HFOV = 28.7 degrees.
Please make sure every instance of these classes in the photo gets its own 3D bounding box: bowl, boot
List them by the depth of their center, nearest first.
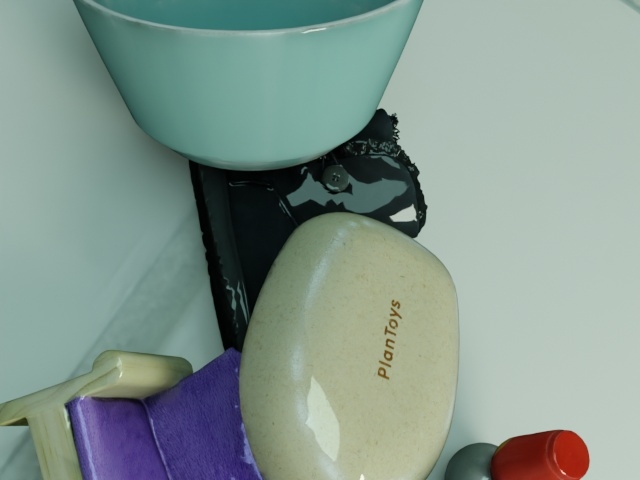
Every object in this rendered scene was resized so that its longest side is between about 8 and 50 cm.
[{"bbox_3d":[-0.061,-0.174,1.098,0.311,0.163,0.311,1,34,-1],"label":"bowl"},{"bbox_3d":[0.000,0.000,1.132,0.207,0.094,0.247,-8,69,-12],"label":"boot"}]

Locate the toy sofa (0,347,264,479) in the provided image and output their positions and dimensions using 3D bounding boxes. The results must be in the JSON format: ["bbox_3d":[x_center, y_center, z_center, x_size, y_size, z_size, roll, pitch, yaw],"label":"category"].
[{"bbox_3d":[-0.103,0.264,0.962,0.177,0.150,0.363,-20,77,14],"label":"toy sofa"}]

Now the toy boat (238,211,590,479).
[{"bbox_3d":[0.066,0.142,1.037,0.318,0.148,0.267,31,56,-21],"label":"toy boat"}]
